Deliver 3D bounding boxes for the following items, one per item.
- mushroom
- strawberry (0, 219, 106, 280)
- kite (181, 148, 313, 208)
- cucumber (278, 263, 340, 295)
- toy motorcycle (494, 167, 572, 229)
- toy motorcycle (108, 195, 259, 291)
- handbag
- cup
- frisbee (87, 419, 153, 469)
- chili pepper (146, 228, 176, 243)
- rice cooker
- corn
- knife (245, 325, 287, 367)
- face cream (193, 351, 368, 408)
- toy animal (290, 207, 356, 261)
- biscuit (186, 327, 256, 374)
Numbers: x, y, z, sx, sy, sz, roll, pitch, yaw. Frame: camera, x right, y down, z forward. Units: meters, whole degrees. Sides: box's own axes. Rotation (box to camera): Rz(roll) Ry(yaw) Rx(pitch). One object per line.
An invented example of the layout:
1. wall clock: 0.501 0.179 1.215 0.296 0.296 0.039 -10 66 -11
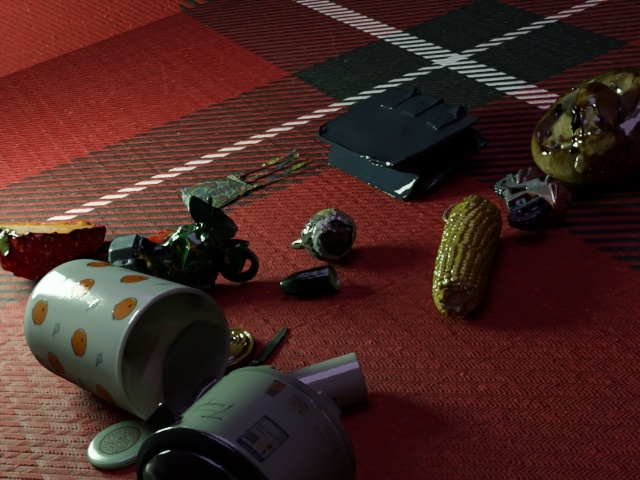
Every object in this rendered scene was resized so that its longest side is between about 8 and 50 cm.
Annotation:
1. mushroom: 0.512 -0.198 2.104 0.263 0.195 0.283 -7 11 30
2. strawberry: -0.546 0.022 2.336 0.237 0.111 0.190 -4 8 -32
3. kite: -0.158 -0.128 2.499 0.286 0.015 0.152 -24 32 -11
4. cucumber: -0.022 0.074 2.027 0.105 0.048 0.048 -12 28 11
5. toy motorcycle: 0.380 -0.079 2.075 0.118 0.084 0.212 -20 22 7
6. toy motorcycle: -0.258 0.017 2.099 0.275 0.187 0.124 -11 28 9
7. handbag: 0.177 -0.209 2.376 0.269 0.118 0.326 -32 33 -16
8. cup: -0.326 0.147 1.865 0.317 0.212 0.212 15 40 44
9. frisbee: -0.303 0.308 1.769 0.110 0.014 0.110 -12 28 7
10. chili pepper: -0.319 0.026 2.237 0.070 0.073 0.123 38 51 19
11. rice cooker: -0.097 0.299 1.454 0.227 0.280 0.241 -42 -3 -46
12. corn: 0.242 0.020 1.939 0.106 0.106 0.293 -4 30 19
13. knife: -0.094 0.186 1.895 0.023 0.010 0.170 2 31 30
14. face cream: -0.058 0.237 1.713 0.250 0.077 0.077 -17 28 -4
15. toy animal: 0.000 0.000 2.110 0.137 0.098 0.098 -24 25 18
16. biscuit: -0.184 0.176 1.940 0.124 0.026 0.175 -32 32 -30
